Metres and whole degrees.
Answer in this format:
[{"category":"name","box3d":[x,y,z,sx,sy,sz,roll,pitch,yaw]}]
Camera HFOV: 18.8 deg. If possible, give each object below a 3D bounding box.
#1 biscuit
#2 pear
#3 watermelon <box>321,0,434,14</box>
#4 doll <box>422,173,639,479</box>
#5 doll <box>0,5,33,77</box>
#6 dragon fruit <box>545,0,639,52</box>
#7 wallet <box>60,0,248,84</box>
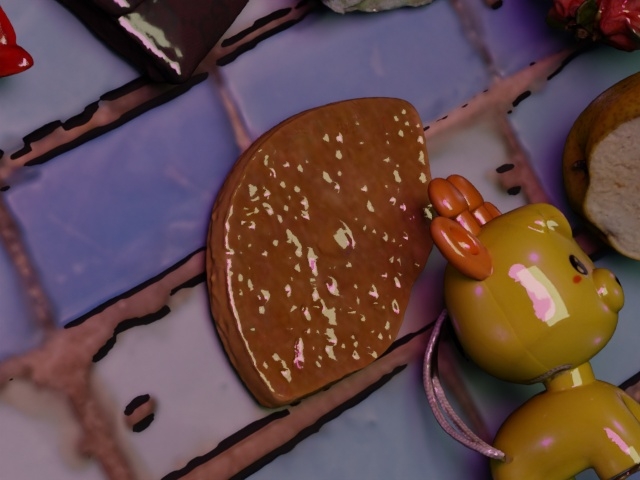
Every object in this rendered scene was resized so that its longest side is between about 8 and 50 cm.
[{"category":"biscuit","box3d":[0.000,0.000,1.196,0.142,0.029,0.221,28,68,-20]},{"category":"pear","box3d":[0.227,-0.059,1.267,0.141,0.141,0.104,26,32,-19]},{"category":"watermelon","box3d":[0.063,-0.221,1.230,0.187,0.139,0.071,-21,61,-38]},{"category":"doll","box3d":[0.127,0.057,1.200,0.221,0.135,0.143,62,21,2]},{"category":"doll","box3d":[-0.293,-0.238,1.038,0.188,0.099,0.384,-35,108,-34]},{"category":"dragon fruit","box3d":[0.235,-0.204,1.296,0.236,0.137,0.135,-26,123,-37]},{"category":"wallet","box3d":[-0.091,-0.228,1.197,0.182,0.049,0.229,42,62,-8]}]
